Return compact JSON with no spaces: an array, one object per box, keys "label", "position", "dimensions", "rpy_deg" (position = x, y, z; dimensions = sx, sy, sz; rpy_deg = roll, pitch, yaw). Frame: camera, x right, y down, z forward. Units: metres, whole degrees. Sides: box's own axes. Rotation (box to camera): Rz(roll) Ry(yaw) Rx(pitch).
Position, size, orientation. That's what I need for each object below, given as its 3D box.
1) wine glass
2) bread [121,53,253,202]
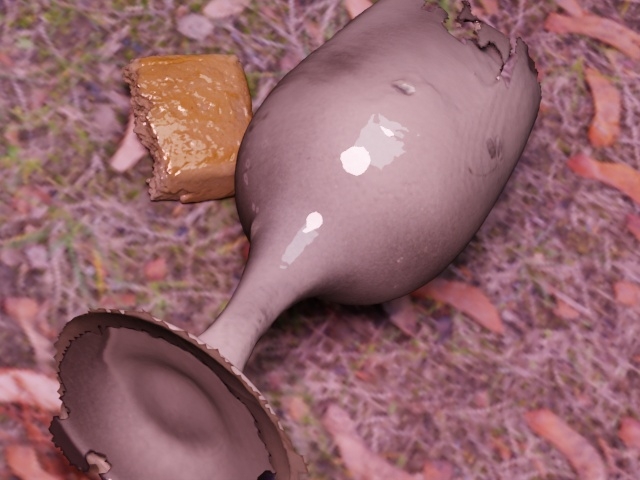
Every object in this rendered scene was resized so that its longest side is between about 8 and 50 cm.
[{"label":"wine glass","position":[0.000,0.000,0.892],"dimensions":[0.143,0.143,0.321],"rpy_deg":[35,47,4]},{"label":"bread","position":[-0.068,-0.063,0.978],"dimensions":[0.070,0.035,0.083],"rpy_deg":[-9,68,-25]}]
